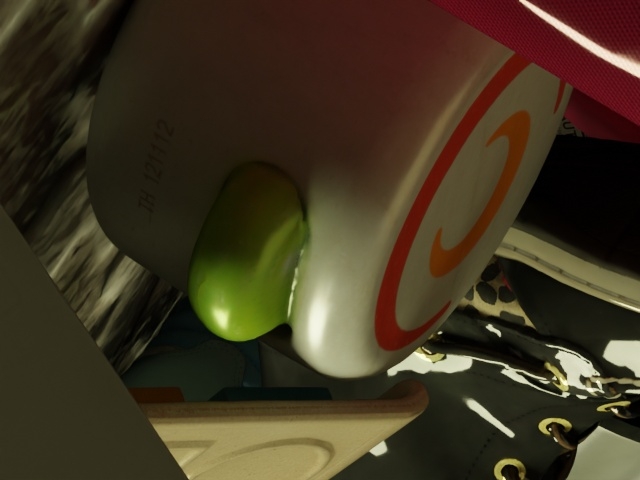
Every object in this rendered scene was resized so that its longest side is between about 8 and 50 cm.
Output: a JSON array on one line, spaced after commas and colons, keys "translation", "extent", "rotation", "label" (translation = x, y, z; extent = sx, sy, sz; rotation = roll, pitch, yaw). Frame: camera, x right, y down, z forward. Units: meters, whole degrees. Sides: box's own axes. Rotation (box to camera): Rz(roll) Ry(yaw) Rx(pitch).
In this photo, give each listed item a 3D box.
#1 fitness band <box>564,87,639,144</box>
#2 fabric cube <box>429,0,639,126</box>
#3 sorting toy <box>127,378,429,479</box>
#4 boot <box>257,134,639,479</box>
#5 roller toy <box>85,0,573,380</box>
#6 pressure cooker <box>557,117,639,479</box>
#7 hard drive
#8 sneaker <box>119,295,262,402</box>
[{"translation": [0.148, -0.116, 1.000], "extent": [0.054, 0.291, 0.209], "rotation": [-39, 154, -15], "label": "fitness band"}, {"translation": [0.120, -0.205, 0.531], "extent": [0.259, 0.258, 0.254], "rotation": [-55, 173, -26], "label": "fabric cube"}, {"translation": [-0.084, 0.104, 0.819], "extent": [0.208, 0.038, 0.193], "rotation": [-2, 153, -42], "label": "sorting toy"}, {"translation": [0.108, 0.099, 0.968], "extent": [0.138, 0.377, 0.284], "rotation": [-31, 127, -51], "label": "boot"}, {"translation": [0.004, -0.055, 0.802], "extent": [0.191, 0.146, 0.209], "rotation": [-60, 162, 3], "label": "roller toy"}, {"translation": [0.247, 0.010, 1.533], "extent": [0.375, 0.370, 0.420], "rotation": [-50, 176, -27], "label": "pressure cooker"}, {"translation": [-0.071, 0.036, 0.476], "extent": [0.040, 0.203, 0.307], "rotation": [-34, 169, -8], "label": "hard drive"}, {"translation": [-0.085, 0.160, 1.194], "extent": [0.208, 0.127, 0.319], "rotation": [-50, 170, -42], "label": "sneaker"}]
